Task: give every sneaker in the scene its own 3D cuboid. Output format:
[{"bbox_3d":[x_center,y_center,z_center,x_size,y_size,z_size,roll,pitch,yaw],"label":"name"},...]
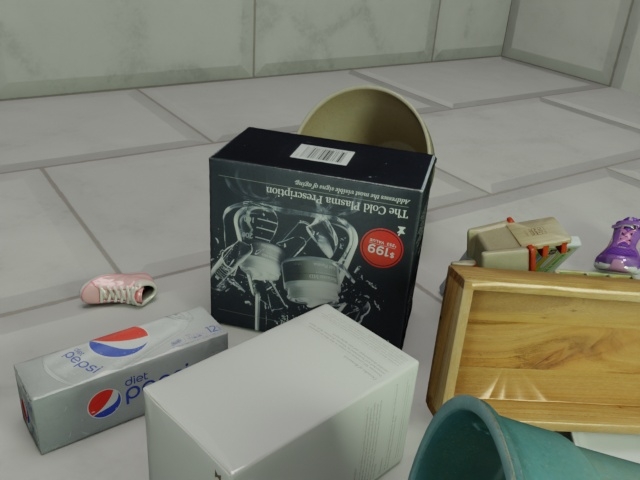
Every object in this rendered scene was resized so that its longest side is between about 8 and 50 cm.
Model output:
[{"bbox_3d":[0.650,0.005,1.395,0.095,0.104,0.236,13,19,32],"label":"sneaker"},{"bbox_3d":[-0.358,0.091,1.178,0.134,0.051,0.070,-10,25,-34],"label":"sneaker"}]

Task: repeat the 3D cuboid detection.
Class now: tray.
[{"bbox_3d":[0.427,0.262,0.964,0.145,0.030,0.270,7,23,7],"label":"tray"},{"bbox_3d":[0.362,0.152,0.886,0.411,0.202,0.076,5,15,-8],"label":"tray"}]

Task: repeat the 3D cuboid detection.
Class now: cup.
[{"bbox_3d":[0.130,-0.166,1.517,0.331,0.331,0.237,19,6,27],"label":"cup"}]

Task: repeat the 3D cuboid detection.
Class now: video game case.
[{"bbox_3d":[0.344,0.049,1.217,0.193,0.212,0.023,-1,62,-9],"label":"video game case"}]

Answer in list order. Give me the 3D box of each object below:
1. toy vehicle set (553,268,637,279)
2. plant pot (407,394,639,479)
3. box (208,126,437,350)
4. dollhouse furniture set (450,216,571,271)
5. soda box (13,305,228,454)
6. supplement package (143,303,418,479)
[{"bbox_3d":[0.555,0.139,1.233,0.166,0.035,0.267,4,27,-1],"label":"toy vehicle set"},{"bbox_3d":[0.257,0.330,0.543,0.334,0.341,0.341,12,27,-3],"label":"plant pot"},{"bbox_3d":[0.000,0.000,1.124,0.343,0.312,0.179,10,28,12],"label":"box"},{"bbox_3d":[0.307,0.100,1.033,0.135,0.259,0.262,-8,31,-2],"label":"dollhouse furniture set"},{"bbox_3d":[-0.277,0.192,0.947,0.286,0.098,0.091,-16,34,-33],"label":"soda box"},{"bbox_3d":[-0.046,0.232,0.814,0.293,0.177,0.175,-20,36,-40],"label":"supplement package"}]
